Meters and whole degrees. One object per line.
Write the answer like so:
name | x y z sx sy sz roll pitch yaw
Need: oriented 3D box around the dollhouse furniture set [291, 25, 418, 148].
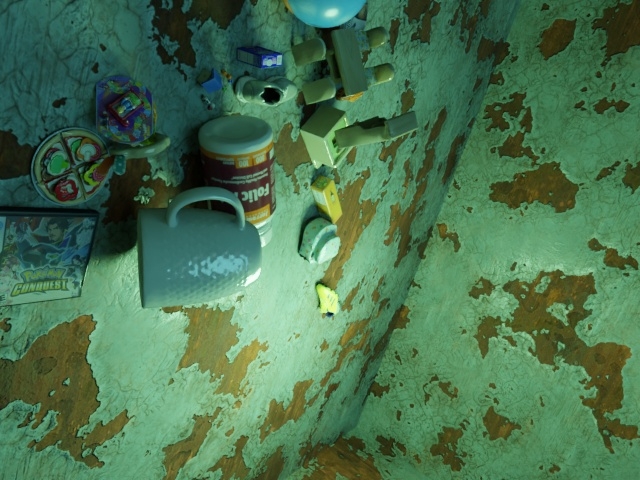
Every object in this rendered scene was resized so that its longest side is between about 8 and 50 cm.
dollhouse furniture set | 0.153 -0.548 1.766 0.362 0.256 0.395 -29 111 -41

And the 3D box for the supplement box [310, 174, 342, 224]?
supplement box | 0.028 -0.175 2.198 0.078 0.080 0.233 -50 150 -23

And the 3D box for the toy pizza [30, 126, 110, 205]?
toy pizza | -0.601 -0.176 1.231 0.201 0.032 0.201 -38 142 -37

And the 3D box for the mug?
mug | -0.335 0.008 1.412 0.327 0.276 0.374 -2 133 -23

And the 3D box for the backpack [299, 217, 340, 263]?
backpack | 0.000 0.000 2.228 0.165 0.144 0.189 -23 129 -42

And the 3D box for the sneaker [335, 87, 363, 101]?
sneaker | 0.123 -0.588 2.035 0.175 0.064 0.068 -30 147 -40

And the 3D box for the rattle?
rattle | -0.478 -0.263 1.252 0.199 0.130 0.143 -36 152 -44

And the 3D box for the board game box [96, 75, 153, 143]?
board game box | -0.472 -0.322 1.220 0.133 0.033 0.169 2 84 -32

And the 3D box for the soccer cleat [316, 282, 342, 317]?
soccer cleat | 0.034 0.317 2.587 0.121 0.093 0.289 -49 148 -12

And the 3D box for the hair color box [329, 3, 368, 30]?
hair color box | 0.104 -0.816 1.830 0.167 0.053 0.093 -32 137 -45

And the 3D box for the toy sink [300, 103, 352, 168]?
toy sink | 0.040 -0.390 1.987 0.153 0.131 0.234 -52 149 -20

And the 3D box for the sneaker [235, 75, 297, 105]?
sneaker | -0.148 -0.473 1.629 0.262 0.121 0.099 -24 133 -49

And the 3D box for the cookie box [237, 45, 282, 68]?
cookie box | -0.184 -0.556 1.519 0.091 0.107 0.040 -28 137 -45

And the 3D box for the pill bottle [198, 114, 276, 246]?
pill bottle | -0.254 -0.173 1.594 0.224 0.224 0.393 -37 141 -39

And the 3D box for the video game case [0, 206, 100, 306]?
video game case | -0.701 0.040 1.241 0.274 0.035 0.249 -2 115 -57

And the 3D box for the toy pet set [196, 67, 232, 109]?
toy pet set | -0.297 -0.450 1.465 0.122 0.065 0.114 -58 150 -10

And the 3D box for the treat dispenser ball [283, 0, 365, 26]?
treat dispenser ball | 0.013 -0.780 1.471 0.288 0.288 0.288 -38 142 -37
